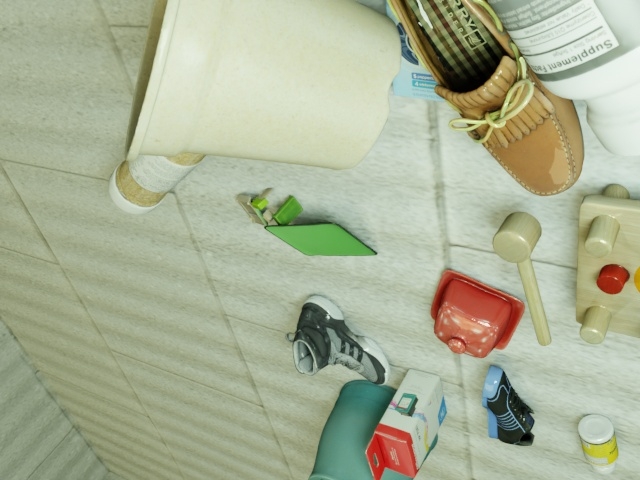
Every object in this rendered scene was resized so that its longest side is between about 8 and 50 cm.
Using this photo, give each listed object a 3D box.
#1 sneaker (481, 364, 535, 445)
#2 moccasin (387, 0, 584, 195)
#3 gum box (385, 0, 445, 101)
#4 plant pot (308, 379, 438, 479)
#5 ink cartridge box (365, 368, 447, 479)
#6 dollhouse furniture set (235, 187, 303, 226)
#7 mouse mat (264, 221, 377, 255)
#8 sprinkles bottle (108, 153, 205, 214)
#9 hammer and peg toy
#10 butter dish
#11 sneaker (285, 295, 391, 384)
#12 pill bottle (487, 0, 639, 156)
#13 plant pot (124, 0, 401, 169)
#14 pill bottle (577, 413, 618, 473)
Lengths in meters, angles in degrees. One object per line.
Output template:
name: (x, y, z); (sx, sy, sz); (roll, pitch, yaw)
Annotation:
sneaker: (0.384, 0.336, 1.351); (0.090, 0.081, 0.232); (9, 140, 29)
moccasin: (0.203, -0.204, 0.821); (0.139, 0.147, 0.380); (-13, 121, 42)
gum box: (0.171, -0.280, 0.920); (0.157, 0.041, 0.184); (15, 136, 27)
plant pot: (0.109, 0.522, 1.609); (0.271, 0.255, 0.272); (21, 139, 20)
ink cartridge box: (0.190, 0.412, 1.451); (0.078, 0.231, 0.134); (10, 134, 32)
dollhouse furniture set: (-0.105, -0.070, 1.369); (0.151, 0.058, 0.076); (16, 149, 54)
mouse mat: (0.000, 0.000, 1.313); (0.189, 0.007, 0.152); (0, 156, 39)
sprinkles bottle: (-0.320, -0.167, 1.361); (0.121, 0.121, 0.355); (47, 141, -11)
hammer and peg toy: (0.448, 0.049, 0.966); (0.361, 0.127, 0.266); (11, 137, 31)
butter dish: (0.268, 0.157, 1.223); (0.160, 0.118, 0.160); (25, 140, 17)
sneaker: (0.033, 0.260, 1.486); (0.268, 0.153, 0.101); (46, 142, -10)
pill bottle: (0.285, -0.281, 0.692); (0.210, 0.210, 0.363); (-22, 114, 48)
plant pot: (-0.073, -0.234, 0.895); (0.305, 0.334, 0.334); (12, 147, -19)
pill bottle: (0.539, 0.397, 1.293); (0.065, 0.065, 0.116); (3, 131, 37)
